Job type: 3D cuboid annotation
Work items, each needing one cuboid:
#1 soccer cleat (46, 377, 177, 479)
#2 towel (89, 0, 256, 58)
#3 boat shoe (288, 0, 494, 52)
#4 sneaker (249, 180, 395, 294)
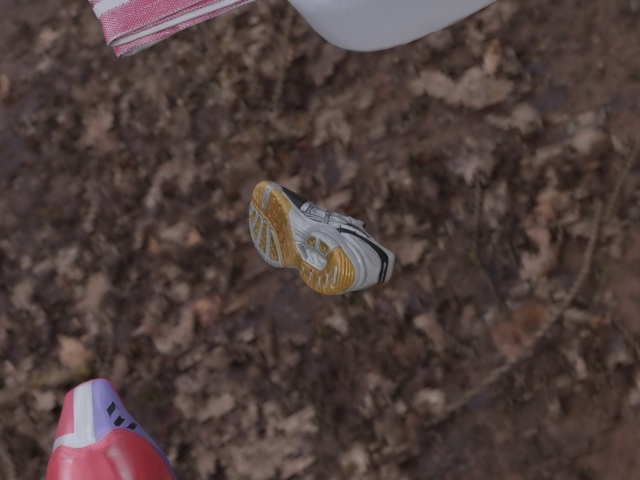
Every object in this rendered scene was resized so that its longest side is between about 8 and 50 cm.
[{"bbox_3d":[-0.098,0.174,0.892,0.083,0.248,0.095,-12,53,1],"label":"soccer cleat"},{"bbox_3d":[-0.091,-0.222,0.949,0.144,0.029,0.197,-22,79,3],"label":"towel"},{"bbox_3d":[0.079,-0.184,0.398,0.301,0.102,0.108,-45,38,12],"label":"boat shoe"},{"bbox_3d":[0.000,0.000,0.678,0.037,0.032,0.083,-4,29,-34],"label":"sneaker"}]
